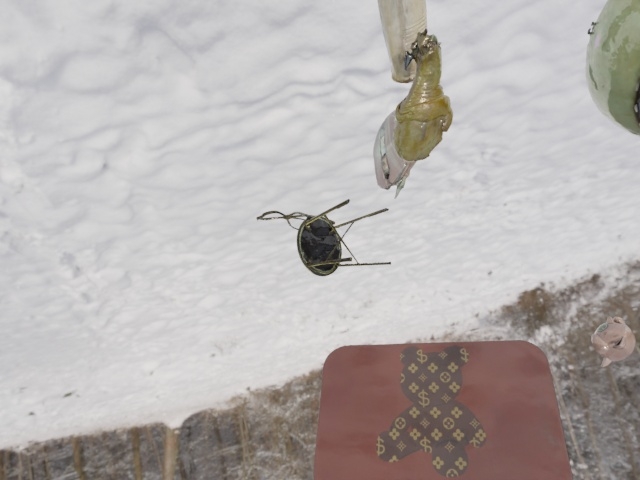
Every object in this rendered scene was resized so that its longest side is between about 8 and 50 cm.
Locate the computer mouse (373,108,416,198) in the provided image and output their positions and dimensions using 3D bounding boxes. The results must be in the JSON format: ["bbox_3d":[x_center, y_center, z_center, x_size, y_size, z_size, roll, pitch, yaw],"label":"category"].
[{"bbox_3d":[0.241,-0.303,1.576,0.114,0.389,0.199,23,151,-16],"label":"computer mouse"}]

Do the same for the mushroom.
[{"bbox_3d":[0.142,-0.443,0.860,0.095,0.123,0.351,12,148,33],"label":"mushroom"}]

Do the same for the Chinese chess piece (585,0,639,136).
[{"bbox_3d":[0.620,-0.329,0.772,0.349,0.146,0.349,-9,132,-11],"label":"Chinese chess piece"}]

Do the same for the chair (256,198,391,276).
[{"bbox_3d":[0.000,0.000,1.124,0.159,0.170,0.325,7,166,-43],"label":"chair"}]

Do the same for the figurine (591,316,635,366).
[{"bbox_3d":[0.905,0.311,1.479,0.125,0.125,0.138,-27,-165,48],"label":"figurine"}]

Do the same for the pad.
[{"bbox_3d":[0.125,0.197,0.538,0.267,0.181,0.004,-6,141,16],"label":"pad"}]

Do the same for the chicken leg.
[{"bbox_3d":[0.179,-0.242,0.818,0.103,0.228,0.088,-7,-148,-17],"label":"chicken leg"}]
